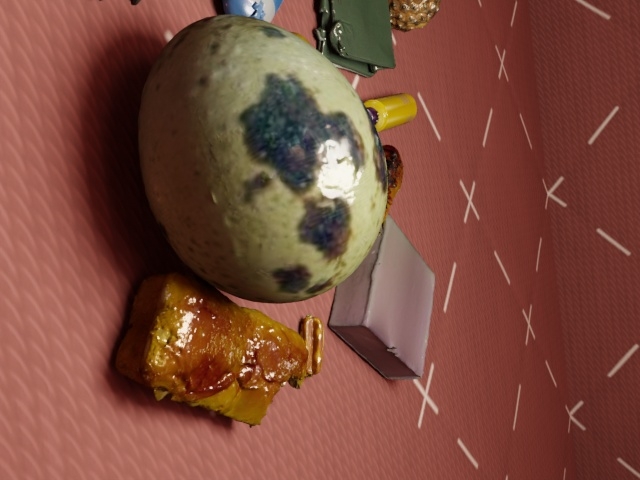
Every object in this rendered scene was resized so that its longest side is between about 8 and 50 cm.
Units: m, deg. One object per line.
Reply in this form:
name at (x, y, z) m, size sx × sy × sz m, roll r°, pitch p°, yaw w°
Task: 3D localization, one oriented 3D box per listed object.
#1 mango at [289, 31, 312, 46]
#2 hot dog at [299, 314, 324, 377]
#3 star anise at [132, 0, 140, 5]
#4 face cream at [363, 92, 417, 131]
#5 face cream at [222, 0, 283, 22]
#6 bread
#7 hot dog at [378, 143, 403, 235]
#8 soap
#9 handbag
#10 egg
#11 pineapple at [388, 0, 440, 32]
mango at (-0.073, -0.283, 1.248) m, size 0.167 × 0.130 × 0.262 m, roll 58°, pitch 35°, yaw -28°
hot dog at (-0.018, 0.206, 1.340) m, size 0.037 × 0.049 × 0.122 m, roll 125°, pitch -31°, yaw -83°
star anise at (-0.284, -0.445, 0.998) m, size 0.181 × 0.061 × 0.204 m, roll 62°, pitch 39°, yaw -31°
face cream at (0.144, -0.301, 1.634) m, size 0.273 × 0.078 × 0.078 m, roll -28°, pitch 109°, yaw -56°
face cream at (-0.114, -0.489, 1.251) m, size 0.149 × 0.083 × 0.264 m, roll 42°, pitch 52°, yaw -46°
bread at (-0.146, 0.188, 1.081) m, size 0.380 × 0.109 × 0.185 m, roll 38°, pitch 54°, yaw -51°
hot dog at (0.095, -0.123, 1.490) m, size 0.162 × 0.082 × 0.270 m, roll 28°, pitch 53°, yaw -10°
soap at (0.155, 0.131, 1.562) m, size 0.296 × 0.107 × 0.285 m, roll 49°, pitch 47°, yaw -43°
handbag at (0.074, -0.513, 1.558) m, size 0.260 × 0.079 × 0.248 m, roll -4°, pitch 87°, yaw -55°
egg at (-0.086, -0.118, 1.000) m, size 0.345 × 0.345 × 0.428 m, roll -15°, pitch 83°, yaw -57°
pineapple at (0.178, -0.702, 1.682) m, size 0.365 × 0.165 × 0.165 m, roll 60°, pitch 40°, yaw -30°
